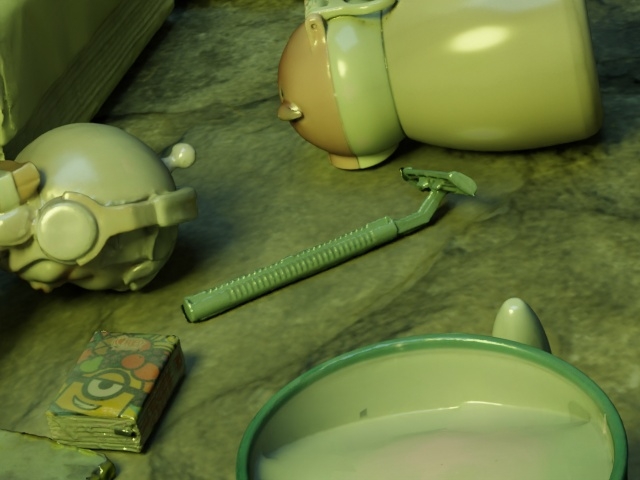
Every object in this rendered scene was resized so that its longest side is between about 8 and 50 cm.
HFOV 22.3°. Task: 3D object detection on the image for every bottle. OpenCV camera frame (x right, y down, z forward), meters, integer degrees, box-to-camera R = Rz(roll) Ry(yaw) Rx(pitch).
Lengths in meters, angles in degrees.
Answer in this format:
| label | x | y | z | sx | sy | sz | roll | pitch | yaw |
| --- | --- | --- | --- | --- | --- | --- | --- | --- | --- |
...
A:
| label | x | y | z | sx | sy | sz | roll | pitch | yaw |
| --- | --- | --- | --- | --- | --- | --- | --- | --- | --- |
| bottle | 0.080 | -0.128 | 1.182 | 0.236 | 0.148 | 0.147 | -10 | 32 | 11 |

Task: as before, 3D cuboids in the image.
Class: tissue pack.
| label | x | y | z | sx | sy | sz | roll | pitch | yaw |
| --- | --- | --- | --- | --- | --- | --- | --- | --- | --- |
| tissue pack | -0.125 | 0.093 | 1.002 | 0.063 | 0.035 | 0.083 | 1 | 33 | 19 |
| tissue pack | -0.316 | -0.191 | 1.320 | 0.297 | 0.207 | 0.380 | 5 | 36 | 13 |

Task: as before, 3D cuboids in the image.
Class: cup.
| label | x | y | z | sx | sy | sz | roll | pitch | yaw |
| --- | --- | --- | --- | --- | --- | --- | --- | --- | --- |
| cup | 0.057 | 0.156 | 0.724 | 0.167 | 0.173 | 0.300 | 5 | 37 | 22 |

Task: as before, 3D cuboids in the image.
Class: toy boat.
| label | x | y | z | sx | sy | sz | roll | pitch | yaw |
| --- | --- | --- | --- | --- | --- | --- | --- | --- | --- |
| toy boat | -0.184 | 0.140 | 0.965 | 0.115 | 0.016 | 0.063 | 10 | 39 | 30 |

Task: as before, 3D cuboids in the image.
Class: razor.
| label | x | y | z | sx | sy | sz | roll | pitch | yaw |
| --- | --- | --- | --- | --- | --- | --- | --- | --- | --- |
| razor | 0.002 | 0.007 | 1.105 | 0.211 | 0.036 | 0.084 | -28 | 12 | -15 |

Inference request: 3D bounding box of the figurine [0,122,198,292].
| label | x | y | z | sx | sy | sz | roll | pitch | yaw |
| --- | --- | --- | --- | --- | --- | --- | --- | --- | --- |
| figurine | -0.183 | -0.001 | 1.086 | 0.236 | 0.141 | 0.162 | -18 | 10 | -30 |
